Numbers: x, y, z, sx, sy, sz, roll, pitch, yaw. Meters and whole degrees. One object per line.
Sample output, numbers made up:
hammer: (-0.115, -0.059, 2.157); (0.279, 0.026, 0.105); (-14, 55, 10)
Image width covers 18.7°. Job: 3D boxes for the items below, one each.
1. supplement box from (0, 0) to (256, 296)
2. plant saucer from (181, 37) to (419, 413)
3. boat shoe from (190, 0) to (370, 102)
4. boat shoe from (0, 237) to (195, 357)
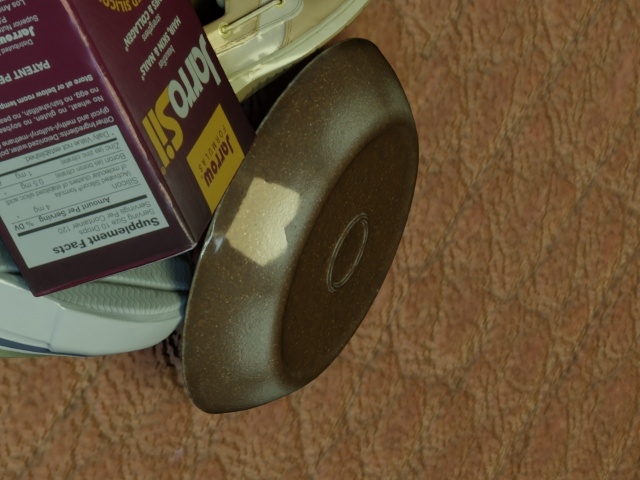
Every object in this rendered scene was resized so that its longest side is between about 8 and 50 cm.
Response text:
supplement box: (-0.109, -0.087, 0.786); (0.188, 0.081, 0.104); (64, 24, -23)
plant saucer: (0.000, 0.000, 0.947); (0.198, 0.036, 0.198); (-53, 157, -35)
boat shoe: (-0.041, -0.101, 0.910); (0.170, 0.063, 0.059); (-39, 105, -28)
boat shoe: (-0.186, 0.004, 0.823); (0.302, 0.109, 0.094); (13, 137, -45)
